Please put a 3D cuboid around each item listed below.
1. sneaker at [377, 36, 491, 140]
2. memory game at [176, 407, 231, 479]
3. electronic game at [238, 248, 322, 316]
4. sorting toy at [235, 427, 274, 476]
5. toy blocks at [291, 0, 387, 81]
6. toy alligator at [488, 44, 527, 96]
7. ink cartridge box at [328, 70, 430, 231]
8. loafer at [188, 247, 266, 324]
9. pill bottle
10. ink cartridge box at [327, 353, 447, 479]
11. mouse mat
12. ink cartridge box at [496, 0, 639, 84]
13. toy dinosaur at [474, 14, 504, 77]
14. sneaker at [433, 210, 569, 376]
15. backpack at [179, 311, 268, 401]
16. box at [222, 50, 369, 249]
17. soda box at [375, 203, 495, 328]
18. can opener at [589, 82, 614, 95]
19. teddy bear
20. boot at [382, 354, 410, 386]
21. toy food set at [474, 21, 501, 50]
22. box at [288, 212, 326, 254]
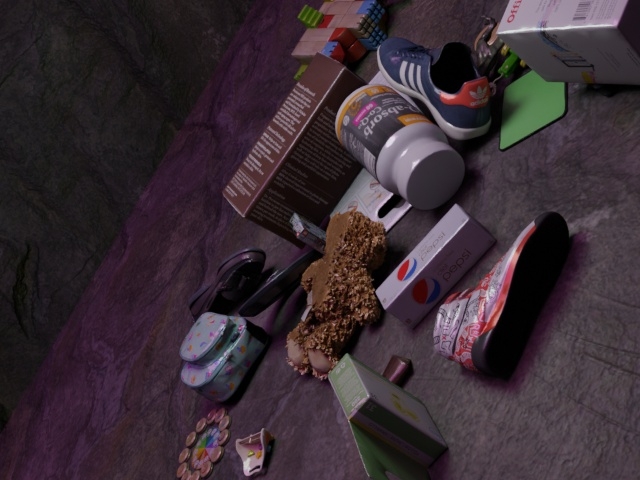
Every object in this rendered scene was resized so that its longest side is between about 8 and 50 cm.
[{"bbox_3d":[0.231,-0.353,1.685,0.131,0.148,0.350,-23,47,-20],"label":"sneaker"},{"bbox_3d":[-0.254,0.448,1.815,0.186,0.012,0.186,-40,29,27],"label":"memory game"},{"bbox_3d":[-0.086,0.090,1.818,0.229,0.048,0.229,-39,-4,-3],"label":"electronic game"},{"bbox_3d":[-0.124,0.411,1.606,0.083,0.045,0.075,-31,41,39],"label":"sorting toy"},{"bbox_3d":[0.091,-0.612,2.383,0.261,0.190,0.381,19,74,52],"label":"toy blocks"},{"bbox_3d":[0.387,-0.360,1.668,0.190,0.056,0.051,-54,-17,3],"label":"toy alligator"},{"bbox_3d":[0.135,-0.165,1.864,0.308,0.091,0.385,-46,43,16],"label":"ink cartridge box"},{"bbox_3d":[-0.226,0.131,2.085,0.302,0.109,0.095,-42,46,38],"label":"loafer"},{"bbox_3d":[0.156,-0.187,1.664,0.162,0.162,0.278,-50,43,10],"label":"pill bottle"},{"bbox_3d":[0.111,0.279,1.203,0.056,0.171,0.235,-50,26,9],"label":"ink cartridge box"},{"bbox_3d":[0.399,-0.263,1.573,0.152,0.007,0.190,-30,35,41],"label":"mouse mat"},{"bbox_3d":[0.439,-0.361,1.332,0.232,0.168,0.171,16,79,51],"label":"ink cartridge box"},{"bbox_3d":[0.342,-0.390,1.720,0.268,0.064,0.118,116,169,-45],"label":"toy dinosaur"},{"bbox_3d":[0.268,0.071,1.285,0.145,0.090,0.270,6,66,59],"label":"sneaker"},{"bbox_3d":[-0.227,0.256,1.858,0.166,0.144,0.188,3,63,55],"label":"backpack"},{"bbox_3d":[-0.023,-0.194,1.828,0.381,0.191,0.143,-53,40,8],"label":"box"},{"bbox_3d":[0.197,0.046,1.457,0.216,0.074,0.069,-49,26,12],"label":"soda box"},{"bbox_3d":[0.460,-0.308,1.457,0.073,0.059,0.186,-55,22,32],"label":"can opener"},{"bbox_3d":[0.038,0.113,1.643,0.245,0.113,0.338,-29,42,55],"label":"teddy bear"},{"bbox_3d":[0.122,0.246,1.391,0.114,0.037,0.106,-52,27,-7],"label":"boot"},{"bbox_3d":[0.370,-0.444,1.832,0.082,0.020,0.083,-9,51,57],"label":"toy food set"},{"bbox_3d":[0.000,0.000,1.784,0.027,0.137,0.094,-53,24,11],"label":"box"}]
